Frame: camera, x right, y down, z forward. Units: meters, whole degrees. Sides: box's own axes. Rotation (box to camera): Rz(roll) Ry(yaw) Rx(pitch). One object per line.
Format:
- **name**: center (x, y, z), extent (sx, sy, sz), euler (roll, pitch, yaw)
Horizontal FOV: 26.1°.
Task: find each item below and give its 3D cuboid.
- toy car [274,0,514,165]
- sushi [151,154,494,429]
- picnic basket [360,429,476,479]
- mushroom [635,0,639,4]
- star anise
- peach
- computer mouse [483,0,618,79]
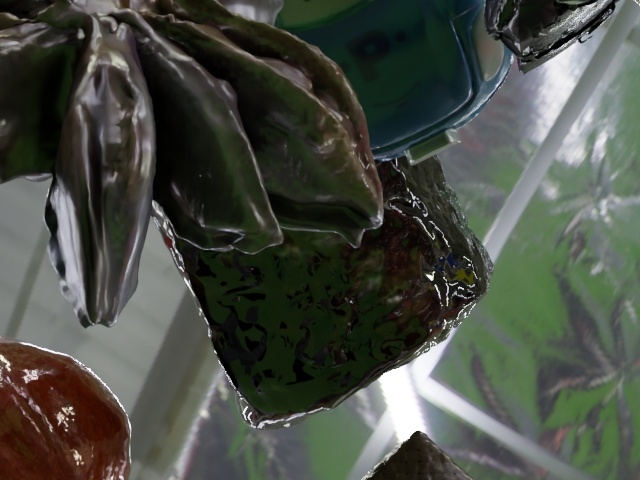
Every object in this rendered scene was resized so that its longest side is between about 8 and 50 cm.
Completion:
- **toy car**: center (0.010, -0.203, 0.928), extent (0.198, 0.166, 0.314), euler (-24, -100, 16)
- **sushi**: center (-0.001, -0.002, 1.359), extent (0.299, 0.281, 0.294), euler (-28, -89, -11)
- **picnic basket**: center (0.126, 0.275, 1.354), extent (0.193, 0.110, 0.055), euler (41, -21, 24)
- **mushroom**: center (0.302, -0.229, 1.172), extent (0.083, 0.083, 0.067), euler (-32, -67, 33)
- **star anise**: center (-0.084, -0.055, 0.525), extent (0.236, 0.229, 0.093), euler (11, -47, -12)
- **peach**: center (-0.314, 0.192, 1.348), extent (0.232, 0.232, 0.256), euler (-15, -76, 31)
- **computer mouse**: center (0.133, -0.192, 0.651), extent (0.078, 0.146, 0.241), euler (8, -68, -4)
